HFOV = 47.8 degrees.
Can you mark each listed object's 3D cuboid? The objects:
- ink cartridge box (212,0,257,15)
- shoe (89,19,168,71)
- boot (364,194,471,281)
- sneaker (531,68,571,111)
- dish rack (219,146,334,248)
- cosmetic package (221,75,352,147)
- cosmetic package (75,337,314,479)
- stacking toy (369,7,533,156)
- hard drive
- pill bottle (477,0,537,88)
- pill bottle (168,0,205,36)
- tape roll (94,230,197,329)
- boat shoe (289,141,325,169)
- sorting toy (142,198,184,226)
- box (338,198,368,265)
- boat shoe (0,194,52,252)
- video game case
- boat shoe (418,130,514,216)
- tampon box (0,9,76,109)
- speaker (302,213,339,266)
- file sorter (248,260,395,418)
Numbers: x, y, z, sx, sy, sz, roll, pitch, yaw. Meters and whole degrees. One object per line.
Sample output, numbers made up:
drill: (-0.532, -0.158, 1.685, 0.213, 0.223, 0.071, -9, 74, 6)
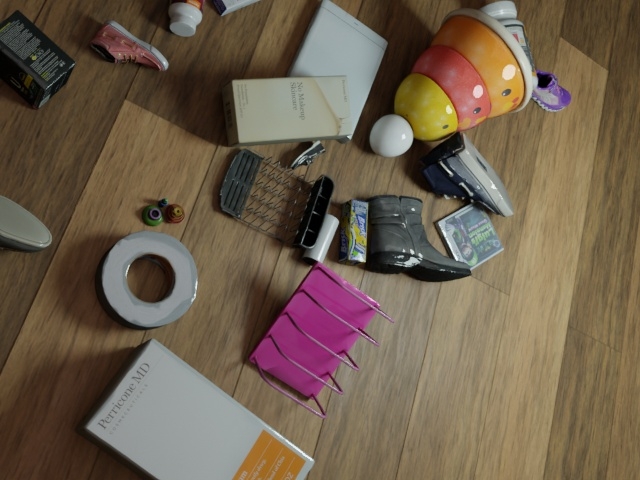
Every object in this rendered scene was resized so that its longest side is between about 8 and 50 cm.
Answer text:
ink cartridge box: (-0.203, -0.684, 1.934, 0.207, 0.046, 0.097, -34, 97, -31)
shoe: (-0.458, -0.444, 1.729, 0.178, 0.063, 0.081, 34, 65, -12)
boot: (0.281, -0.011, 2.012, 0.338, 0.118, 0.223, 13, 67, -31)
sneaker: (0.751, -0.503, 2.390, 0.236, 0.104, 0.095, 16, 70, -26)
dish rack: (-0.114, -0.113, 1.834, 0.271, 0.074, 0.208, 27, 66, -21)
cosmetic package: (-0.084, -0.330, 1.842, 0.309, 0.113, 0.160, -9, 94, -21)
cosmetic package: (-0.265, 0.440, 1.553, 0.453, 0.161, 0.230, 39, 63, -11)
stacking toy: (0.330, -0.395, 2.068, 0.480, 0.350, 0.351, -40, 99, -11)
hard drive: (0.039, -0.476, 2.020, 0.233, 0.047, 0.353, 30, 66, -20)
pill bottle: (0.578, -0.598, 2.282, 0.162, 0.162, 0.279, -7, 82, -30)
pill bottle: (-0.335, -0.596, 1.817, 0.086, 0.086, 0.152, 14, 72, -26)
tape roll: (-0.391, 0.090, 1.633, 0.219, 0.072, 0.219, 7, 76, -28)
boat shoe: (-0.033, -0.220, 1.923, 0.038, 0.046, 0.125, 49, 52, -5)
sorting toy: (-0.366, -0.069, 1.701, 0.102, 0.042, 0.061, -6, 82, -30)
box: (0.088, -0.021, 1.933, 0.054, 0.059, 0.169, 11, 73, -25)
boat shoe: (-0.726, -0.048, 1.481, 0.335, 0.095, 0.112, 27, 31, -25)
video game case: (0.446, -0.011, 2.151, 0.190, 0.022, 0.173, -27, 93, -31)
boat shoe: (0.426, -0.165, 2.123, 0.340, 0.158, 0.127, 45, 31, -31)
tampon box: (-0.640, -0.392, 1.578, 0.161, 0.120, 0.101, 43, 61, -14)
speaker: (0.000, 0.000, 1.882, 0.055, 0.055, 0.136, 31, 65, -19)
file sorter: (0.006, 0.236, 1.695, 0.202, 0.182, 0.291, 36, 90, -17)
